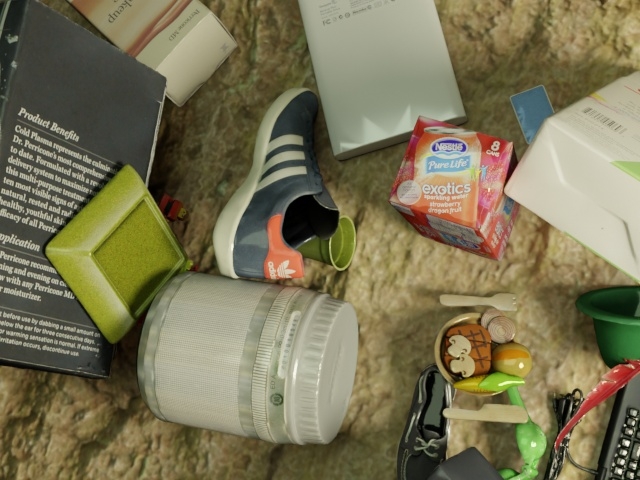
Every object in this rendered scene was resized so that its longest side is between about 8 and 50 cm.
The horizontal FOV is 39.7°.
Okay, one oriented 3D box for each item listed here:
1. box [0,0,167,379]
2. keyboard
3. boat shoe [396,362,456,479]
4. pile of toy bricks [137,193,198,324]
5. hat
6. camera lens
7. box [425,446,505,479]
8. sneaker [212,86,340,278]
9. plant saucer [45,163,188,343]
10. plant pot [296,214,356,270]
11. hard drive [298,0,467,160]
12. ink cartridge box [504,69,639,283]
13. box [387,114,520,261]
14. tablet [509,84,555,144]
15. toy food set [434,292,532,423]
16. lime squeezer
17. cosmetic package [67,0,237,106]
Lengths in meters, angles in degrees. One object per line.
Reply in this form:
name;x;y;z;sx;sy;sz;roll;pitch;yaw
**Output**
box;-0.532;-0.064;1.333;0.480;0.297;0.472;1;75;32
keyboard;0.388;0.317;1.180;0.201;0.033;0.317;15;81;18
boat shoe;0.145;0.272;1.238;0.075;0.065;0.206;10;80;18
pile of toy bricks;-0.247;0.036;1.397;0.105;0.118;0.212;28;72;-19
hat;0.418;0.168;1.174;0.208;0.173;0.183;0;102;15
camera lens;-0.104;0.165;1.251;0.274;0.219;0.219;7;79;17
box;0.178;0.494;1.090;0.312;0.179;0.343;-47;70;14
sneaker;-0.031;-0.082;1.303;0.148;0.131;0.350;10;57;14
plant saucer;-0.268;0.021;1.249;0.045;0.188;0.188;5;45;37
plant pot;0.000;0.000;1.342;0.079;0.083;0.083;6;79;29
hard drive;0.090;-0.304;1.403;0.210;0.040;0.319;-16;73;12
ink cartridge box;0.419;-0.101;1.163;0.207;0.353;0.119;38;128;20
box;0.193;-0.063;1.202;0.128;0.257;0.123;20;86;19
tablet;0.322;-0.188;1.329;0.054;0.006;0.083;-20;74;10
toy food set;0.223;0.152;1.218;0.132;0.038;0.192;1;60;-1
lime squeezer;0.242;0.300;1.210;0.110;0.059;0.310;18;83;18
cosmetic package;-0.302;-0.384;1.484;0.296;0.129;0.153;42;89;20
